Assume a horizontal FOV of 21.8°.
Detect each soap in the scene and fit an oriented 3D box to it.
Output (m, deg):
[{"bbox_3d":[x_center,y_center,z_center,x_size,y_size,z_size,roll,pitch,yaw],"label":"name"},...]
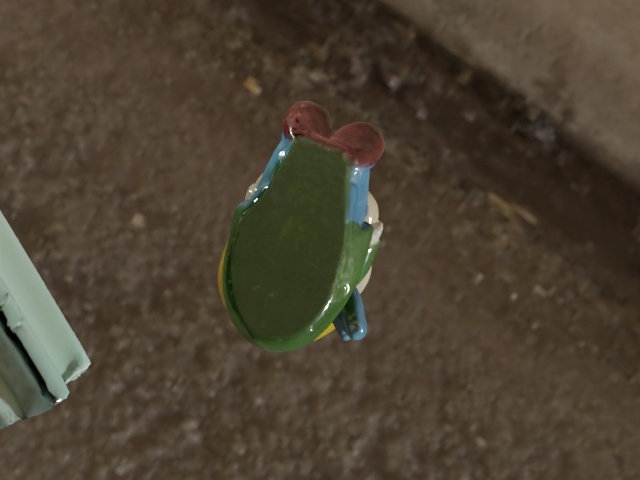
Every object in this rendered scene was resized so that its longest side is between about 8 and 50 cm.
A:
[{"bbox_3d":[-0.291,0.027,1.190,0.261,0.150,0.094,61,22,-15],"label":"soap"}]

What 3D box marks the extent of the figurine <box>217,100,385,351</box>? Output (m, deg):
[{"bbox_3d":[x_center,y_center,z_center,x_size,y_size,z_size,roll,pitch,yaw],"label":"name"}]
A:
[{"bbox_3d":[-0.013,-0.008,1.228,0.127,0.185,0.234,12,3,8],"label":"figurine"}]
